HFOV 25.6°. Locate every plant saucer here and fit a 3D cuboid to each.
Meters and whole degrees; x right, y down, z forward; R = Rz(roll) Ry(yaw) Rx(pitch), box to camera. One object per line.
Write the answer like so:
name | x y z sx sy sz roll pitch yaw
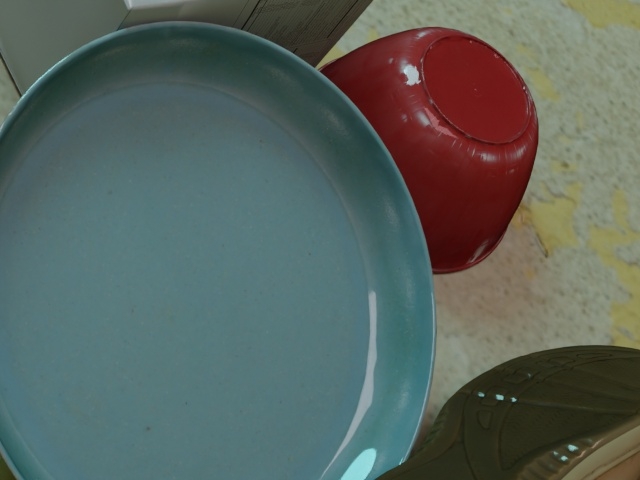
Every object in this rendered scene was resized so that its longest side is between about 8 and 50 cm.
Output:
plant saucer | -0.064 0.035 0.797 0.317 0.043 0.318 8 77 -36

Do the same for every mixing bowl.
mixing bowl | 0.083 -0.079 0.972 0.181 0.098 0.181 15 55 -23

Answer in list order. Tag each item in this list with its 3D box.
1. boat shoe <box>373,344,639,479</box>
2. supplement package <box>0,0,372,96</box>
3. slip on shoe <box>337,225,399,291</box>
boat shoe | 0.116 0.163 0.847 0.341 0.121 0.110 -27 119 -42
supplement package | -0.103 -0.195 0.897 0.203 0.149 0.194 -18 72 -38
slip on shoe | 0.000 0.000 0.914 0.135 0.051 0.041 43 89 -11
